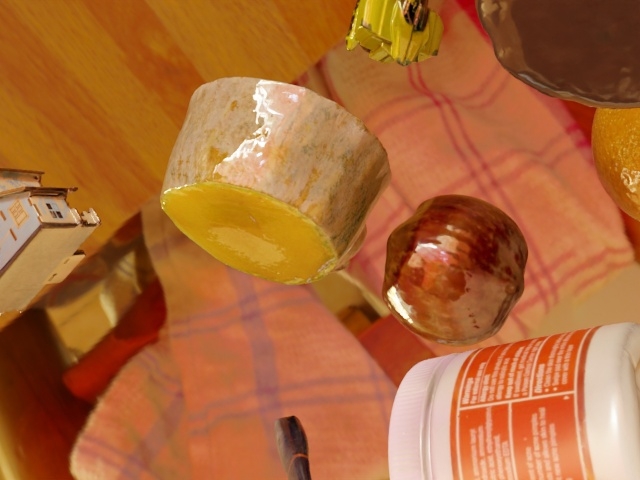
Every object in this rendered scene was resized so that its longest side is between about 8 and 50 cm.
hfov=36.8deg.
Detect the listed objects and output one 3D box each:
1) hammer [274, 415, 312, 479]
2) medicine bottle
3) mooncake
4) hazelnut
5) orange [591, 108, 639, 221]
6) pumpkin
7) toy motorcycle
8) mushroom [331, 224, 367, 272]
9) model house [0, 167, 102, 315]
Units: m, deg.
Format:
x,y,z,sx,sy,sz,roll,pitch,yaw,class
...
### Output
x,y,z,sx,sy,sz,roll,pitch,yaw,class
-0.024,0.289,1.123,0.037,0.290,0.137,16,103,-14,hammer
0.229,0.221,0.953,0.241,0.252,0.252,-15,150,31,medicine bottle
0.295,-0.254,0.926,0.283,0.283,0.141,49,50,-49,mooncake
0.203,0.042,1.454,0.218,0.218,0.234,27,81,-47,hazelnut
0.506,-0.146,1.318,0.274,0.274,0.274,-21,135,-22,orange
-0.072,-0.070,1.438,0.332,0.332,0.199,43,58,-49,pumpkin
0.154,-0.420,1.391,0.142,0.206,0.342,16,98,-22,toy motorcycle
0.000,0.000,1.662,0.166,0.166,0.127,-25,107,-18,mushroom
-0.505,-0.032,1.571,0.271,0.206,0.178,-45,160,26,model house
